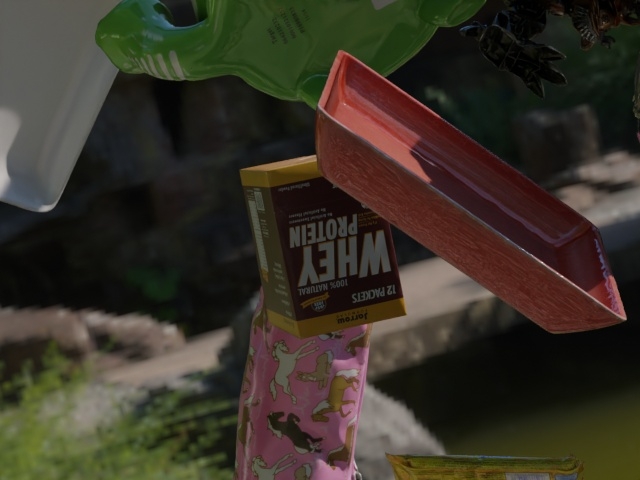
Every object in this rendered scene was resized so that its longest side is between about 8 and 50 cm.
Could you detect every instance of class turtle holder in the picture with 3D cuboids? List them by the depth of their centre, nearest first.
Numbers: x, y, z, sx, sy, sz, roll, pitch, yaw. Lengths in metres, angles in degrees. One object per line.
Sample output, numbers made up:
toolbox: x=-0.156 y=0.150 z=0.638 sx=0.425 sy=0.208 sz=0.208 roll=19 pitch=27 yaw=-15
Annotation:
turtle holder: x=-0.027 y=-0.244 z=1.640 sx=0.243 sy=0.320 sz=0.227 roll=28 pitch=13 yaw=-37

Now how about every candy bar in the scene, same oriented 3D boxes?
candy bar: x=0.132 y=0.185 z=1.401 sx=0.161 sy=0.040 sz=0.018 roll=-2 pitch=40 yaw=18

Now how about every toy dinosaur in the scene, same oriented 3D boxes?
toy dinosaur: x=0.237 y=-0.271 z=1.881 sx=0.322 sy=0.164 sz=0.218 roll=-4 pitch=28 yaw=17

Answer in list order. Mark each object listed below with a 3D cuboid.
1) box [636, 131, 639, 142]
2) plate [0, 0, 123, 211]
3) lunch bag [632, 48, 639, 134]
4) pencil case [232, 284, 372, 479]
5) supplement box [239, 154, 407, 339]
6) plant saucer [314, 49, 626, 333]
box: x=0.507 y=-0.067 z=1.980 sx=0.213 sy=0.243 sz=0.117 roll=-13 pitch=-25 yaw=-11
plate: x=-0.312 y=-0.181 z=1.738 sx=0.045 sy=0.278 sz=0.277 roll=28 pitch=6 yaw=33
lunch bag: x=0.388 y=-0.198 z=1.502 sx=0.212 sy=0.305 sz=0.256 roll=8 pitch=23 yaw=-11
pencil case: x=-0.013 y=0.173 z=2.368 sx=0.167 sy=0.386 sz=0.160 roll=0 pitch=13 yaw=-36
supplement box: x=0.000 y=0.000 z=2.048 sx=0.129 sy=0.194 sz=0.191 roll=-12 pitch=5 yaw=-11
plant saucer: x=0.101 y=-0.033 z=1.311 sx=0.048 sy=0.259 sz=0.258 roll=-55 pitch=5 yaw=15
